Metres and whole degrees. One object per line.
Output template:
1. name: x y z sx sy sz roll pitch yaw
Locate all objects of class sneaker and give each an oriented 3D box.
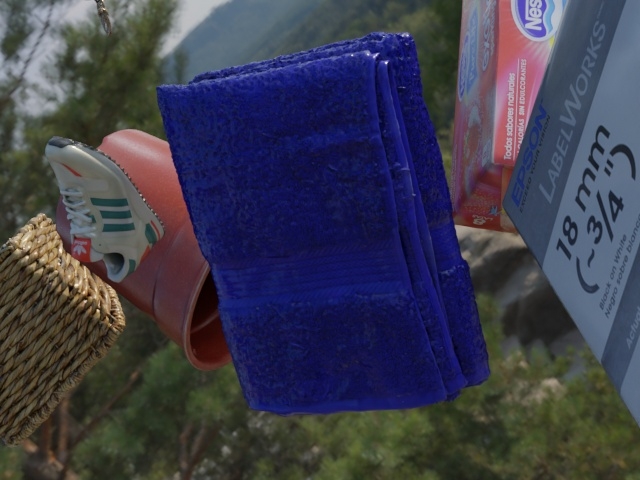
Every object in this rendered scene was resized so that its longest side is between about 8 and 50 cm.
1. sneaker: -0.200 -0.022 0.798 0.057 0.161 0.075 15 64 29

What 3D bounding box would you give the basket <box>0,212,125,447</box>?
1. basket: -0.467 0.138 1.443 0.299 0.223 0.213 -48 12 11

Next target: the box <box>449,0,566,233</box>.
1. box: 0.209 -0.166 0.817 0.154 0.142 0.300 108 170 -72

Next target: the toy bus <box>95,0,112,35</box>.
1. toy bus: -0.312 -0.338 0.990 0.104 0.202 0.191 -20 -6 -17

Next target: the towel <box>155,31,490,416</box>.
1. towel: 0.000 0.000 0.739 0.228 0.308 0.076 -10 15 17

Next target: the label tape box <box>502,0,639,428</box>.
1. label tape box: 0.171 -0.084 0.388 0.333 0.106 0.240 -103 21 -59

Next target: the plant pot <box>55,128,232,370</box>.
1. plant pot: -0.192 -0.009 1.211 0.272 0.265 0.272 -47 -25 -30
